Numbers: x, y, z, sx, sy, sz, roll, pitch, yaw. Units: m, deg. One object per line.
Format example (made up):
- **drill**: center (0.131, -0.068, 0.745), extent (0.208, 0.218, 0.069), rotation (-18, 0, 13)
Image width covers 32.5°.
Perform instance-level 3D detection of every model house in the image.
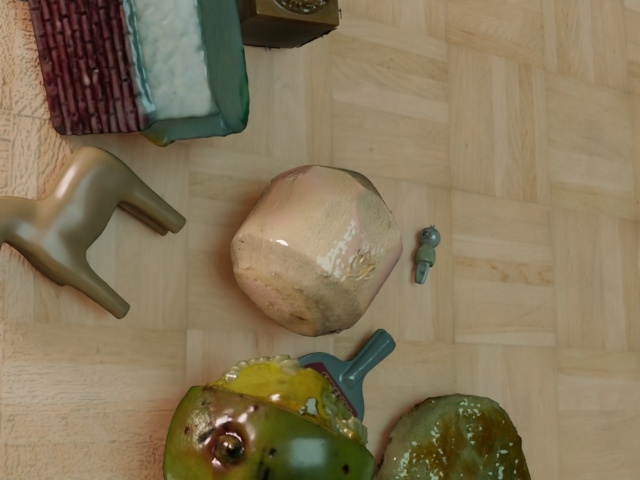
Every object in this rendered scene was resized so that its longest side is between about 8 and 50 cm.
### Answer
- **model house**: center (-0.240, -0.254, 1.356), extent (0.230, 0.248, 0.281), rotation (-54, 138, -75)

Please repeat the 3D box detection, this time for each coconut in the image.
- **coconut**: center (0.000, 0.000, 1.472), extent (0.224, 0.224, 0.234), rotation (46, 70, -24)

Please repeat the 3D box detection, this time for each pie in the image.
- **pie**: center (0.211, 0.380, 1.667), extent (0.371, 0.078, 0.297), rotation (15, 74, -38)

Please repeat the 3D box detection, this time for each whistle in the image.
- **whistle**: center (0.165, 0.020, 1.713), extent (0.035, 0.035, 0.100), rotation (28, 68, -33)

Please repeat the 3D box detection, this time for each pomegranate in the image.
- **pomegranate**: center (-0.052, 0.290, 1.371), extent (0.341, 0.260, 0.260), rotation (55, 50, -49)

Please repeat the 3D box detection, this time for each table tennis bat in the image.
- **table tennis bat**: center (0.023, 0.212, 1.570), extent (0.244, 0.040, 0.153), rotation (-41, 108, -31)

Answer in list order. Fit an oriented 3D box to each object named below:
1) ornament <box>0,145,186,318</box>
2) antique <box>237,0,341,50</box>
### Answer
- **ornament**: center (-0.308, -0.012, 1.318), extent (0.245, 0.061, 0.230), rotation (42, 61, -27)
- **antique**: center (-0.062, -0.355, 1.519), extent (0.152, 0.148, 0.147), rotation (-1, 81, -37)
